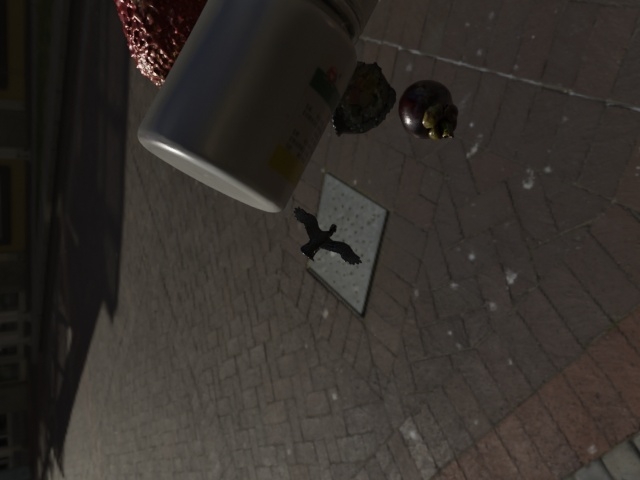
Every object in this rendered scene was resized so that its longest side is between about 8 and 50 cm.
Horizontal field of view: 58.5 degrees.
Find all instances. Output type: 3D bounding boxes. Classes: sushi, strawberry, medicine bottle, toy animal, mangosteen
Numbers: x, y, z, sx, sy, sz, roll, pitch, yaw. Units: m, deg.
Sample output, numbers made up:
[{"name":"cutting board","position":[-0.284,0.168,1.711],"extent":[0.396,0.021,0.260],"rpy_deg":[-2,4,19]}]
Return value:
[{"name":"sushi","position":[0.083,-0.441,1.705],"extent":[0.219,0.225,0.238],"rpy_deg":[50,160,41]},{"name":"strawberry","position":[-0.341,-0.472,1.249],"extent":[0.138,0.233,0.306],"rpy_deg":[-59,-33,-65]},{"name":"medicine bottle","position":[-0.066,-0.227,0.740],"extent":[0.208,0.208,0.339],"rpy_deg":[20,81,56]},{"name":"toy animal","position":[0.000,0.000,1.364],"extent":[0.220,0.108,0.062],"rpy_deg":[44,175,20]},{"name":"mangosteen","position":[0.353,-0.405,1.822],"extent":[0.230,0.194,0.194],"rpy_deg":[47,130,41]}]
